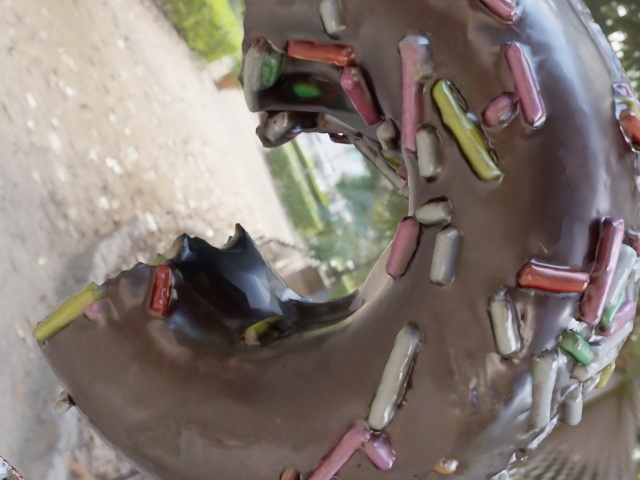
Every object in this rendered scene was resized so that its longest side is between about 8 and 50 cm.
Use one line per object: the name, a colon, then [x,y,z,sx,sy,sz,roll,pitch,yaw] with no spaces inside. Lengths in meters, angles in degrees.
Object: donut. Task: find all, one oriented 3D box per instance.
donut: [0.020,0.009,0.591,0.259,0.345,0.136,37,13,21]

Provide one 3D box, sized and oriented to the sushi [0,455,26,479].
sushi: [-0.421,0.420,1.655,0.332,0.130,0.124,42,-39,12]
